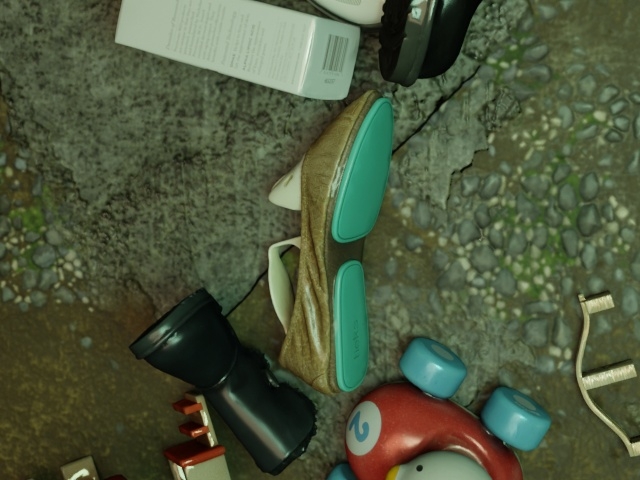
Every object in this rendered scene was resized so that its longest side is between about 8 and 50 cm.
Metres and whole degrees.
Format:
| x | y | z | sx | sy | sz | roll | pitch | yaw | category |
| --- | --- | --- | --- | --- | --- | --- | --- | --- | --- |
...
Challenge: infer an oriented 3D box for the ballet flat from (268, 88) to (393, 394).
| x | y | z | sx | sy | sz | roll | pitch | yaw | category |
| --- | --- | --- | --- | --- | --- | --- | --- | --- | --- |
| 0.000 | 0.000 | 1.144 | 0.124 | 0.116 | 0.343 | 11 | 105 | 29 | ballet flat |

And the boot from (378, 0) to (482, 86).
| x | y | z | sx | sy | sz | roll | pitch | yaw | category |
| --- | --- | --- | --- | --- | --- | --- | --- | --- | --- |
| 0.219 | -0.282 | 0.988 | 0.260 | 0.131 | 0.348 | 19 | 91 | -8 | boot |

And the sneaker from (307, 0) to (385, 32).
| x | y | z | sx | sy | sz | roll | pitch | yaw | category |
| --- | --- | --- | --- | --- | --- | --- | --- | --- | --- |
| -0.056 | -0.404 | 1.007 | 0.169 | 0.257 | 0.448 | -32 | 91 | 13 | sneaker |

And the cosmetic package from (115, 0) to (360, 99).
| x | y | z | sx | sy | sz | roll | pitch | yaw | category |
| --- | --- | --- | --- | --- | --- | --- | --- | --- | --- |
| -0.088 | -0.216 | 1.089 | 0.231 | 0.117 | 0.086 | 18 | 102 | 24 | cosmetic package |

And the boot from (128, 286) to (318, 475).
| x | y | z | sx | sy | sz | roll | pitch | yaw | category |
| --- | --- | --- | --- | --- | --- | --- | --- | --- | --- |
| -0.091 | 0.156 | 1.105 | 0.094 | 0.246 | 0.207 | -40 | 86 | 1 | boot |

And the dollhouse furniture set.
| x | y | z | sx | sy | sz | roll | pitch | yaw | category |
| --- | --- | --- | --- | --- | --- | --- | --- | --- | --- |
| -0.238 | 0.280 | 1.160 | 0.259 | 0.262 | 0.135 | -19 | 93 | -21 | dollhouse furniture set |

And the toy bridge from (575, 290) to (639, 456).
| x | y | z | sx | sy | sz | roll | pitch | yaw | category |
| --- | --- | --- | --- | --- | --- | --- | --- | --- | --- |
| 0.314 | 0.147 | 1.131 | 0.063 | 0.026 | 0.188 | -18 | 94 | 14 | toy bridge |

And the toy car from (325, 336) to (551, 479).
| x | y | z | sx | sy | sz | roll | pitch | yaw | category |
| --- | --- | --- | --- | --- | --- | --- | --- | --- | --- |
| 0.112 | 0.254 | 1.078 | 0.210 | 0.238 | 0.219 | 31 | 102 | 5 | toy car |
